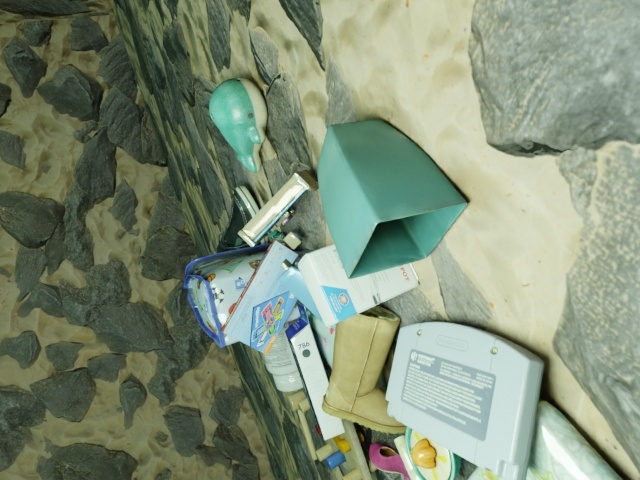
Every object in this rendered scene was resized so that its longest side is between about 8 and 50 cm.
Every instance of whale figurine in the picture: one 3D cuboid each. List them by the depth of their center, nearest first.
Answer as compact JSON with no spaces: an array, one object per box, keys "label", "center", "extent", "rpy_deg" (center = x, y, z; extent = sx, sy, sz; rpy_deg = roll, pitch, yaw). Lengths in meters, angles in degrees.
[{"label":"whale figurine","center":[-0.238,-0.323,1.254],"extent":[0.216,0.141,0.271],"rpy_deg":[46,146,40]}]

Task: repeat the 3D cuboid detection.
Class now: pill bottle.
[{"label":"pill bottle","center":[-0.125,0.359,1.501],"extent":[0.160,0.161,0.282],"rpy_deg":[8,115,62]}]

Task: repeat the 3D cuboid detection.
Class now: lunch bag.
[{"label":"lunch bag","center":[0.060,0.307,1.154],"extent":[0.224,0.108,0.278],"rpy_deg":[16,123,60]},{"label":"lunch bag","center":[-0.237,0.144,1.372],"extent":[0.386,0.328,0.238],"rpy_deg":[1,104,65]}]

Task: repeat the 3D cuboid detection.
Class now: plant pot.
[{"label":"plant pot","center":[0.091,-0.088,0.752],"extent":[0.165,0.166,0.234],"rpy_deg":[110,141,-53]}]

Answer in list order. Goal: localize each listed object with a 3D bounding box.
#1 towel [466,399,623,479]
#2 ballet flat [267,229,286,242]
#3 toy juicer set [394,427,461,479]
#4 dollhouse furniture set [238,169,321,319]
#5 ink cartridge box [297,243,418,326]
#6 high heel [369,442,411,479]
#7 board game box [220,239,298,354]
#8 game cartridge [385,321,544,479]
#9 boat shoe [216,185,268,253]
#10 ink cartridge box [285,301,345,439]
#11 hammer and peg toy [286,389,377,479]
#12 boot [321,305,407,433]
[{"label":"towel","center":[0.376,0.467,0.663],"extent":[0.320,0.090,0.374],"rpy_deg":[49,147,36]},{"label":"ballet flat","center":[-0.141,-0.009,1.413],"extent":[0.114,0.041,0.041],"rpy_deg":[17,123,60]},{"label":"toy juicer set","center":[0.198,0.392,0.869],"extent":[0.209,0.090,0.328],"rpy_deg":[45,129,52]},{"label":"dollhouse furniture set","center":[0.000,0.000,1.093],"extent":[0.303,0.198,0.286],"rpy_deg":[46,-165,-3]},{"label":"ink cartridge box","center":[0.074,0.067,0.856],"extent":[0.139,0.191,0.082],"rpy_deg":[65,156,11]},{"label":"high heel","center":[0.198,0.549,1.122],"extent":[0.244,0.082,0.117],"rpy_deg":[-174,95,-76]},{"label":"board game box","center":[-0.138,0.154,1.191],"extent":[0.145,0.281,0.027],"rpy_deg":[34,166,-22]},{"label":"game cartridge","center":[0.226,0.240,0.730],"extent":[0.297,0.062,0.197],"rpy_deg":[-3,68,64]},{"label":"boat shoe","center":[-0.295,0.023,1.608],"extent":[0.186,0.156,0.499],"rpy_deg":[52,148,37]},{"label":"ink cartridge box","center":[-0.029,0.331,1.146],"extent":[0.165,0.065,0.332],"rpy_deg":[154,99,-79]},{"label":"hammer and peg toy","center":[0.034,0.606,1.404],"extent":[0.361,0.128,0.265],"rpy_deg":[-4,106,64]},{"label":"boot","center":[0.132,0.288,0.980],"extent":[0.089,0.237,0.269],"rpy_deg":[-89,11,-74]}]
